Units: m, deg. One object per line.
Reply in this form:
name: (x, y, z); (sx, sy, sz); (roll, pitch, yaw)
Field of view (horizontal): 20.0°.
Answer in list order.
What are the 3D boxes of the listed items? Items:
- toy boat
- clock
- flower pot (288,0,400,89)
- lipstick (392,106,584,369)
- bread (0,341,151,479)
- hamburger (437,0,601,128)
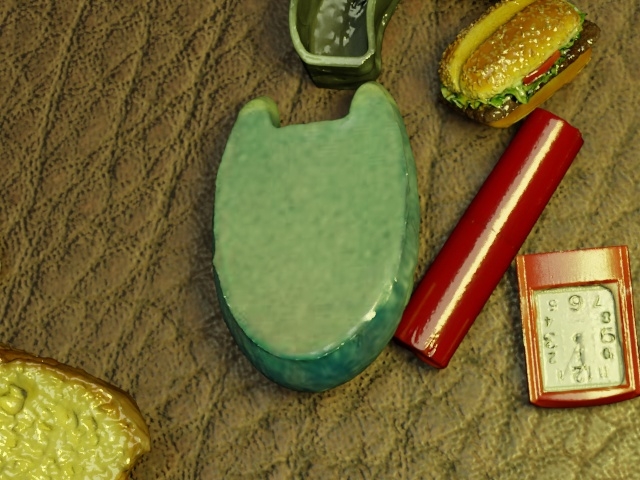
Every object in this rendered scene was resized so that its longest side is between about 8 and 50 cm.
toy boat: (0.000, 0.000, 1.845); (0.215, 0.123, 0.330); (-7, 64, 10)
clock: (0.256, 0.088, 1.804); (0.113, 0.061, 0.155); (-5, 80, 6)
flower pot: (0.038, -0.272, 1.890); (0.103, 0.108, 0.229); (14, 80, 10)
lipstick: (0.167, -0.002, 1.827); (0.073, 0.073, 0.279); (32, 85, 13)
bread: (-0.325, 0.199, 1.792); (0.340, 0.179, 0.194); (13, 81, 8)
hamburger: (0.197, -0.189, 1.832); (0.166, 0.087, 0.137); (-39, 31, -12)
